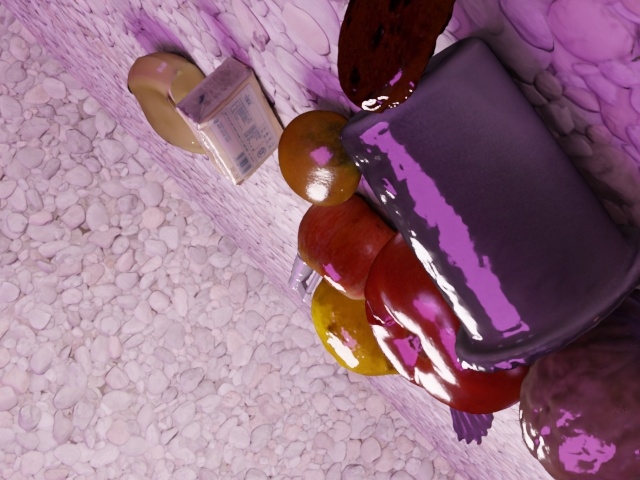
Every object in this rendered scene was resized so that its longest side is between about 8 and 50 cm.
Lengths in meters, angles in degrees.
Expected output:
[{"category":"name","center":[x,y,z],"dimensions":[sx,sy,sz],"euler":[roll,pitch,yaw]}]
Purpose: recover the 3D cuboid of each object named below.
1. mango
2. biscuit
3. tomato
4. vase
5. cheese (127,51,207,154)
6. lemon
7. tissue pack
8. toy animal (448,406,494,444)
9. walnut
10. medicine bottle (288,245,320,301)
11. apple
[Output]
[{"category":"mango","center":[0.001,-0.139,1.379],"dimensions":[0.151,0.120,0.221],"euler":[39,161,11]},{"category":"biscuit","center":[0.071,-0.212,0.779],"dimensions":[0.049,0.192,0.192],"euler":[8,-177,-22]},{"category":"tomato","center":[0.210,0.097,1.173],"dimensions":[0.298,0.226,0.299],"euler":[44,152,31]},{"category":"vase","center":[0.163,-0.043,0.891],"dimensions":[0.291,0.245,0.245],"euler":[51,167,-10]},{"category":"cheese","center":[-0.326,-0.312,1.900],"dimensions":[0.315,0.128,0.260],"euler":[18,144,52]},{"category":"lemon","center":[0.105,0.170,1.832],"dimensions":[0.288,0.233,0.233],"euler":[52,168,-6]},{"category":"tissue pack","center":[-0.162,-0.220,1.578],"dimensions":[0.092,0.148,0.196],"euler":[35,164,33]},{"category":"toy animal","center":[0.335,0.181,1.345],"dimensions":[0.284,0.225,0.302],"euler":[6,132,42]},{"category":"walnut","center":[0.347,0.181,0.965],"dimensions":[0.248,0.248,0.248],"euler":[42,168,11]},{"category":"medicine bottle","center":[-0.011,0.026,1.804],"dimensions":[0.092,0.061,0.221],"euler":[58,137,38]},{"category":"apple","center":[0.055,0.008,1.599],"dimensions":[0.209,0.164,0.209],"euler":[41,180,0]}]
